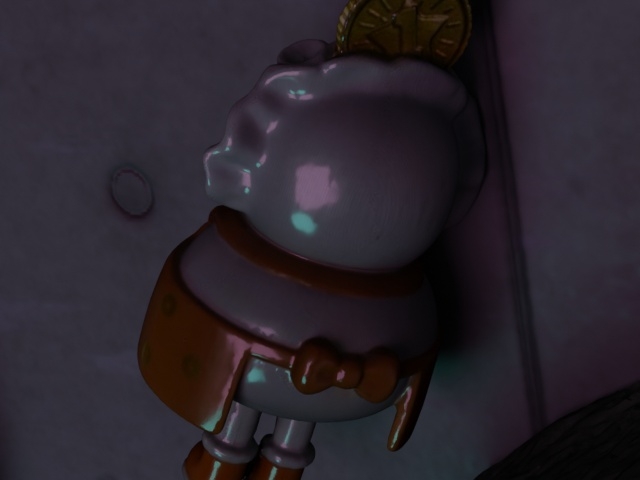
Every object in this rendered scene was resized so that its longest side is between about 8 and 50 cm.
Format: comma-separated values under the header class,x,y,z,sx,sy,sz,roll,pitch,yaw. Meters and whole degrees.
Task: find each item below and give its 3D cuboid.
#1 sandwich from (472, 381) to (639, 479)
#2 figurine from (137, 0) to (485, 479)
class,x,y,z,sx,sy,sz,roll,pitch,yaw
sandwich,0.088,0.174,0.715,0.262,0.325,0.131,-35,88,4
figurine,0.002,0.007,0.794,0.143,0.143,0.271,39,128,14
